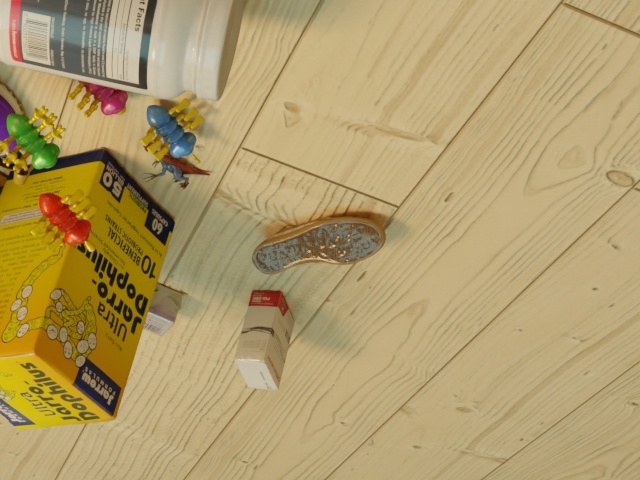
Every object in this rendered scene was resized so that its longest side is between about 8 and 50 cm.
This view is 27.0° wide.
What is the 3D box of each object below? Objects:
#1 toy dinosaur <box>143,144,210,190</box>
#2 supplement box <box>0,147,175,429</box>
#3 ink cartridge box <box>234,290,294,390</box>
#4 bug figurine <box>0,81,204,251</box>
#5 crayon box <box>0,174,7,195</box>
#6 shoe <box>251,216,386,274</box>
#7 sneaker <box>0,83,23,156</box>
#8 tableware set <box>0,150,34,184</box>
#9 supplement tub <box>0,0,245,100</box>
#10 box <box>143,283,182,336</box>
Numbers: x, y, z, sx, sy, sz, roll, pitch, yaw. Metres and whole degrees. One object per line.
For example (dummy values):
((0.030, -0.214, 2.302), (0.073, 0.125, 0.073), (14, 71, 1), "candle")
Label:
((-0.220, -0.115, 1.945), (0.090, 0.047, 0.082), (-26, 130, -2), "toy dinosaur")
((-0.383, 0.073, 1.970), (0.195, 0.357, 0.194), (-9, 141, 30), "supplement box")
((-0.092, 0.166, 2.208), (0.056, 0.135, 0.099), (2, 145, 17), "ink cartridge box")
((-0.306, -0.126, 1.820), (0.216, 0.279, 0.072), (53, 173, -23), "bug figurine")
((-0.569, 0.002, 1.998), (0.165, 0.278, 0.081), (32, 142, -26), "crayon box")
((0.000, 0.000, 2.016), (0.219, 0.058, 0.077), (-10, 109, 24), "shoe")
((-0.514, -0.185, 1.823), (0.102, 0.146, 0.293), (-3, 144, 22), "sneaker")
((-0.496, -0.125, 1.950), (0.154, 0.104, 0.024), (24, 122, -3), "tableware set")
((-0.235, -0.273, 1.562), (0.272, 0.191, 0.191), (13, 146, 0), "supplement tub")
((-0.390, 0.065, 2.225), (0.324, 0.063, 0.067), (24, 143, -16), "box")
